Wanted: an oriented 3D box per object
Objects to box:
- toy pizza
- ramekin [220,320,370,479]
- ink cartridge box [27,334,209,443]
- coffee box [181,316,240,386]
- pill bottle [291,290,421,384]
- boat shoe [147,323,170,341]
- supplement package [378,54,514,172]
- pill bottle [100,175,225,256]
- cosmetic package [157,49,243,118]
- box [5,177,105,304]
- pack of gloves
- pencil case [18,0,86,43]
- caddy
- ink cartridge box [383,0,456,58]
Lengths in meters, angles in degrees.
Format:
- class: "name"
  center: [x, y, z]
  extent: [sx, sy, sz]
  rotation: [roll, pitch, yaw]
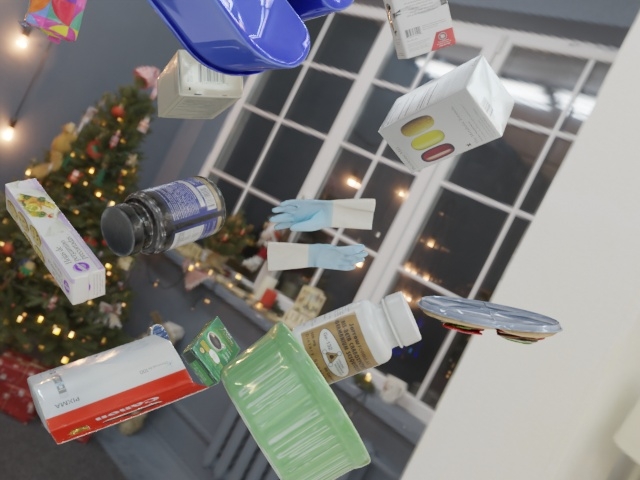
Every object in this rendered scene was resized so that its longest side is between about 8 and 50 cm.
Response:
- class: "toy pizza"
  center: [0.234, 0.112, 0.980]
  extent: [0.201, 0.032, 0.201]
  rotation: [8, 3, -1]
- class: "ramekin"
  center: [-0.054, 0.312, 1.271]
  extent: [0.303, 0.148, 0.303]
  rotation: [55, -10, 15]
- class: "ink cartridge box"
  center: [-0.445, 0.304, 1.499]
  extent: [0.308, 0.091, 0.385]
  rotation: [-16, 5, -27]
- class: "coffee box"
  center: [-0.273, 0.280, 1.765]
  extent: [0.113, 0.040, 0.184]
  rotation: [55, 21, -11]
- class: "pill bottle"
  center: [0.071, 0.188, 1.362]
  extent: [0.131, 0.229, 0.131]
  rotation: [-23, 90, -82]
- class: "boat shoe"
  center: [-0.450, 0.319, 1.906]
  extent: [0.066, 0.183, 0.066]
  rotation: [-4, 5, 37]
- class: "supplement package"
  center: [0.274, -0.271, 1.532]
  extent: [0.244, 0.134, 0.139]
  rotation: [-21, -60, 44]
- class: "pill bottle"
  center: [-0.292, -0.043, 1.309]
  extent: [0.123, 0.122, 0.219]
  rotation: [27, 30, 28]
- class: "cosmetic package"
  center: [-0.313, -0.389, 1.780]
  extent: [0.160, 0.113, 0.309]
  rotation: [-2, 1, -23]
- class: "box"
  center: [-0.503, -0.007, 1.314]
  extent: [0.063, 0.067, 0.324]
  rotation: [-19, 47, -35]
- class: "pack of gloves"
  center: [0.000, 0.000, 1.540]
  extent: [0.232, 0.195, 0.046]
  rotation: [-1, 36, -6]
- class: "pencil case"
  center: [-0.460, -0.478, 1.263]
  extent: [0.104, 0.236, 0.104]
  rotation: [20, 7, -2]
- class: "caddy"
  center: [-0.113, -0.369, 0.885]
  extent: [0.179, 0.241, 0.341]
  rotation: [16, -28, 47]
- class: "ink cartridge box"
  center: [0.174, -0.404, 1.248]
  extent: [0.099, 0.135, 0.056]
  rotation: [-19, 16, -7]
